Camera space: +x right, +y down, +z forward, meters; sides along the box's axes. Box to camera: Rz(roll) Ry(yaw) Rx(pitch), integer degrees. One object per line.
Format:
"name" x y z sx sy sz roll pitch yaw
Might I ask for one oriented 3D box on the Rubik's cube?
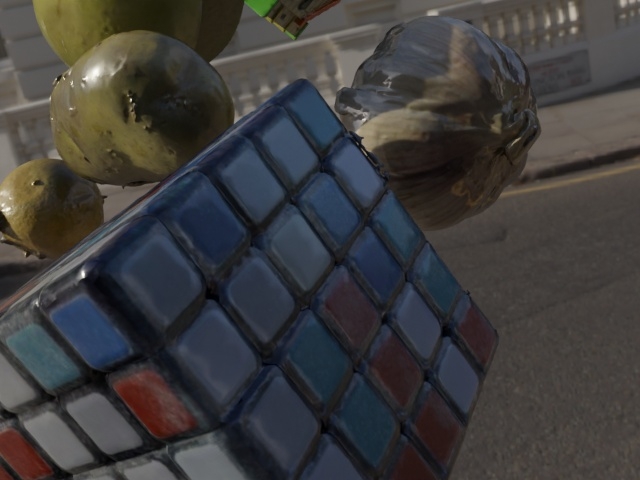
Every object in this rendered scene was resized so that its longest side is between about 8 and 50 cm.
"Rubik's cube" -0.078 0.097 0.591 0.293 0.292 0.287 -25 16 38

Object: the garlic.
"garlic" 0.180 -0.159 1.090 0.321 0.322 0.241 -14 36 -4

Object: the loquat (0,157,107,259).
"loquat" -0.446 -0.046 1.210 0.204 0.172 0.149 -24 -20 -39

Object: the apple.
"apple" -0.253 -0.341 1.050 0.292 0.292 0.254 -29 -16 -46

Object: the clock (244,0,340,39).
"clock" -0.035 -0.500 1.381 0.220 0.106 0.255 -48 -9 11

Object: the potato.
"potato" -0.226 -0.149 0.909 0.296 0.191 0.141 -19 41 44
